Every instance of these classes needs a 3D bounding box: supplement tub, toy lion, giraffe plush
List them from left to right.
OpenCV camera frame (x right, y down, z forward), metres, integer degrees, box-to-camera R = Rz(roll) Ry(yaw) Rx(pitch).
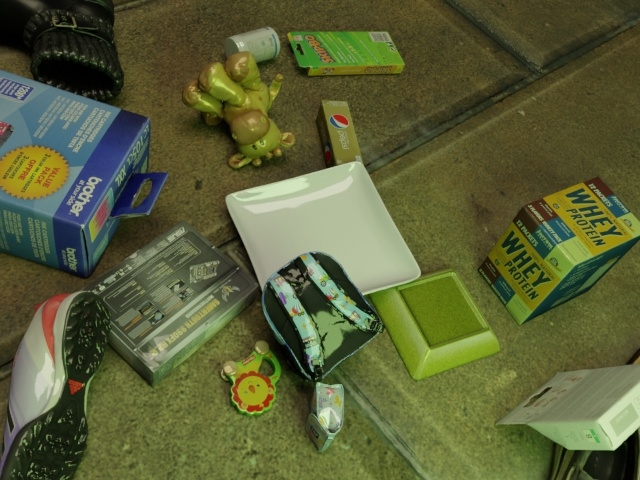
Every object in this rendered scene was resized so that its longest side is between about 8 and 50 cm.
[{"bbox_3d":[-0.145,-0.235,1.315,0.210,0.181,0.171,10,55,-52],"label":"giraffe plush"},{"bbox_3d":[-0.149,-0.426,1.489,0.107,0.071,0.071,-25,64,-29],"label":"supplement tub"},{"bbox_3d":[-0.102,0.219,1.051,0.100,0.034,0.096,-31,74,-32],"label":"toy lion"}]

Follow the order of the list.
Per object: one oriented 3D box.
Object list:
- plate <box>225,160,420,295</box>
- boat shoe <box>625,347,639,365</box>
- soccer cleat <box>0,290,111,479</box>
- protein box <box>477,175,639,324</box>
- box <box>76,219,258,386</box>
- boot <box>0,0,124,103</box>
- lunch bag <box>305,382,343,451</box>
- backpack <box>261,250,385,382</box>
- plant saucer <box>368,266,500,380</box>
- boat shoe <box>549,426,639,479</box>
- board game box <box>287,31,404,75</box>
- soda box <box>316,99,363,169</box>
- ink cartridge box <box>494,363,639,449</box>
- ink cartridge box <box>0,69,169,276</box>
[{"bbox_3d":[0.000,0.000,1.213,0.277,0.045,0.278,-16,60,-17],"label":"plate"},{"bbox_3d":[0.556,0.247,1.177,0.207,0.073,0.073,-32,65,-31],"label":"boat shoe"},{"bbox_3d":[-0.387,0.224,0.938,0.116,0.108,0.318,-7,61,29],"label":"soccer cleat"},{"bbox_3d":[0.435,0.020,1.231,0.199,0.201,0.136,-20,61,-27],"label":"protein box"},{"bbox_3d":[-0.243,0.092,1.088,0.183,0.056,0.231,39,55,14],"label":"box"},{"bbox_3d":[-0.564,-0.395,1.316,0.348,0.131,0.260,-1,55,-16],"label":"boot"},{"bbox_3d":[0.006,0.266,1.016,0.053,0.071,0.083,5,54,-9],"label":"lunch bag"},{"bbox_3d":[-0.013,0.109,1.050,0.158,0.117,0.173,-36,96,-15],"label":"backpack"},{"bbox_3d":[0.207,0.130,1.188,0.188,0.045,0.188,-13,59,-23],"label":"plant saucer"},{"bbox_3d":[0.397,0.393,0.989,0.132,0.130,0.355,22,52,2],"label":"boat shoe"},{"bbox_3d":[0.057,-0.438,1.576,0.259,0.039,0.124,-5,55,-21],"label":"board game box"},{"bbox_3d":[0.037,-0.203,1.378,0.058,0.061,0.181,0,55,-15],"label":"soda box"},{"bbox_3d":[0.410,0.259,1.053,0.181,0.224,0.056,-26,86,-30],"label":"ink cartridge box"},{"bbox_3d":[-0.461,-0.115,1.129,0.395,0.151,0.270,18,52,-3],"label":"ink cartridge box"}]
